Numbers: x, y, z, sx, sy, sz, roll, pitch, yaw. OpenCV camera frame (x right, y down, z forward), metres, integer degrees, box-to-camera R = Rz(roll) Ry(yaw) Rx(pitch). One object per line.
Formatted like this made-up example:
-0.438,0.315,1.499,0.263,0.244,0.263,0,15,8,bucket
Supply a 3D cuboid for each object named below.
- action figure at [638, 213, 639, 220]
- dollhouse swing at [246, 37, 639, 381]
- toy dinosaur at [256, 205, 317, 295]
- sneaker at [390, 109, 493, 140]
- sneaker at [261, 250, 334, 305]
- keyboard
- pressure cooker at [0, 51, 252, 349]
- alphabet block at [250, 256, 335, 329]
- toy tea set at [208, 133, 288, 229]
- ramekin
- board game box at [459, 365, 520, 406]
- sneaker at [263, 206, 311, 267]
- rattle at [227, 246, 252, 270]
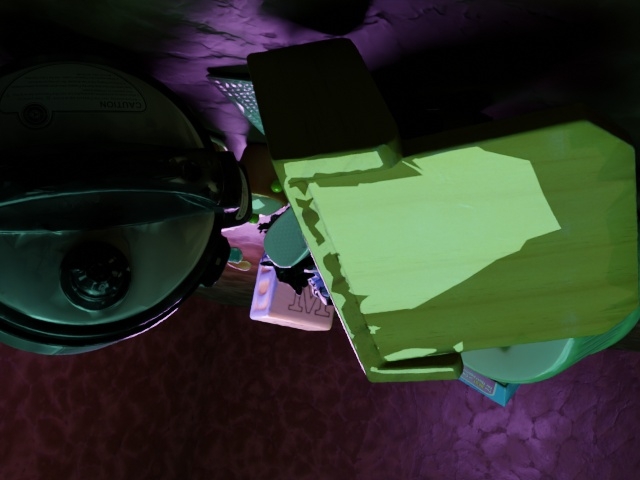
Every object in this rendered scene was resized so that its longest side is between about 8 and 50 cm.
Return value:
0.468,0.022,0.929,0.276,0.248,0.370,15,165,-21,action figure
0.131,-0.053,0.816,0.305,0.315,0.346,-21,131,4,dollhouse swing
0.000,0.000,1.464,0.322,0.164,0.218,-20,-179,44,toy dinosaur
0.094,-0.119,0.939,0.272,0.100,0.108,-1,159,44,sneaker
-0.004,0.085,1.881,0.330,0.147,0.130,8,169,23,sneaker
-0.073,-0.171,1.034,0.072,0.014,0.256,6,168,20,keyboard
-0.315,-0.036,0.965,0.375,0.370,0.420,42,158,-10,pressure cooker
-0.075,0.152,2.164,0.197,0.193,0.192,14,170,-19,alphabet block
-0.143,-0.074,1.283,0.200,0.124,0.336,9,168,5,toy tea set
0.256,0.039,0.977,0.148,0.303,0.303,-24,-168,-38,ramekin
0.227,0.086,1.205,0.317,0.242,0.064,30,154,30,board game box
0.037,-0.069,1.220,0.296,0.104,0.147,-38,178,37,sneaker
-0.239,0.002,1.334,0.143,0.199,0.130,-31,176,-24,rattle
